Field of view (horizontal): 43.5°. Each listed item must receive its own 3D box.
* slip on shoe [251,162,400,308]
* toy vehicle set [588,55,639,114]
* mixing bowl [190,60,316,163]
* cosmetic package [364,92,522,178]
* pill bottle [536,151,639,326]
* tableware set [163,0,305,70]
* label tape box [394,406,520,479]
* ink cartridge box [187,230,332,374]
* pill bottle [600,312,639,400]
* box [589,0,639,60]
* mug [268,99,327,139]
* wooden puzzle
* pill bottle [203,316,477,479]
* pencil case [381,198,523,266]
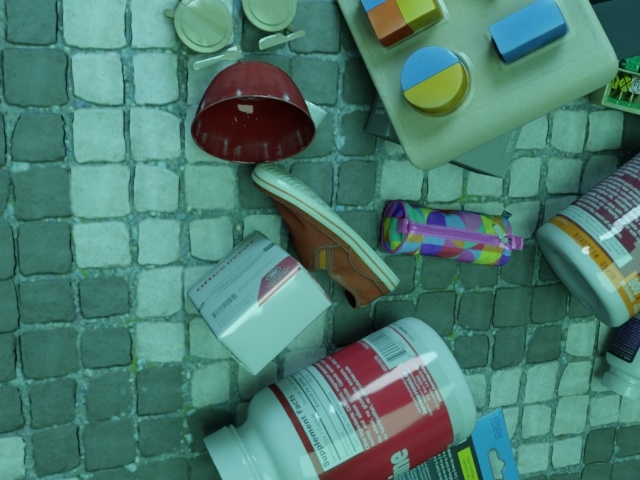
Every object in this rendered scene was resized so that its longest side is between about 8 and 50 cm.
[{"bbox_3d":[0.000,0.000,1.283,0.101,0.123,0.331,-43,124,3],"label":"slip on shoe"},{"bbox_3d":[0.615,-0.300,1.438,0.267,0.035,0.165,7,103,-24],"label":"toy vehicle set"},{"bbox_3d":[-0.100,-0.199,1.182,0.182,0.181,0.098,7,63,-23],"label":"mixing bowl"},{"bbox_3d":[0.207,-0.196,1.322,0.238,0.107,0.127,15,95,-21],"label":"cosmetic package"},{"bbox_3d":[0.604,-0.046,1.418,0.392,0.224,0.224,-37,114,2],"label":"pill bottle"},{"bbox_3d":[-0.127,-0.333,1.191,0.194,0.039,0.128,-23,99,-21],"label":"tableware set"},{"bbox_3d":[0.192,0.453,1.486,0.334,0.106,0.240,-23,111,-15],"label":"label tape box"},{"bbox_3d":[-0.099,0.086,1.212,0.158,0.218,0.092,-42,115,-6],"label":"ink cartridge box"},{"bbox_3d":[0.636,0.215,1.595,0.108,0.108,0.193,22,95,-25],"label":"pill bottle"},{"bbox_3d":[0.380,-0.334,1.307,0.261,0.184,0.103,-17,109,-16],"label":"box"},{"bbox_3d":[-0.036,-0.190,1.261,0.062,0.078,0.064,9,113,-56],"label":"mug"},{"bbox_3d":[0.207,-0.320,1.157,0.322,0.080,0.347,-26,84,17],"label":"wooden puzzle"},{"bbox_3d":[0.029,0.308,1.316,0.408,0.229,0.228,-25,112,-13],"label":"pill bottle"},{"bbox_3d":[0.222,-0.011,1.379,0.237,0.104,0.104,5,102,-22],"label":"pencil case"}]
